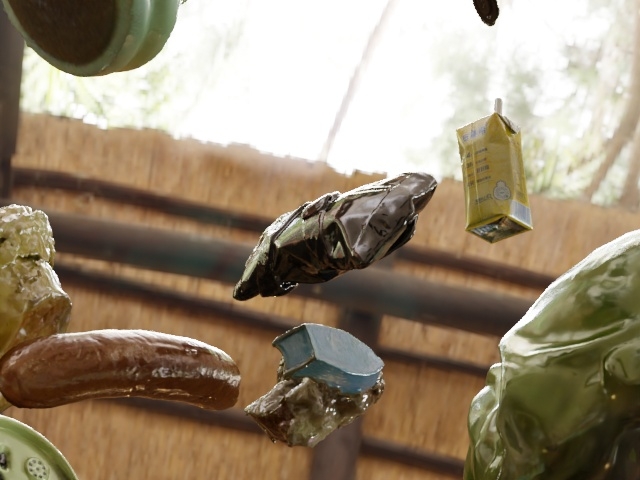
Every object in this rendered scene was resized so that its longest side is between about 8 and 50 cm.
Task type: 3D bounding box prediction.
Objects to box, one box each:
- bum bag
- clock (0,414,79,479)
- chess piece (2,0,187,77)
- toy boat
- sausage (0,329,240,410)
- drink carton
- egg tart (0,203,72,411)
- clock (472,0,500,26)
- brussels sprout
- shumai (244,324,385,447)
[{"bbox_3d":[0.000,0.000,1.408,0.340,0.095,0.144,-16,-152,52],"label":"bum bag"},{"bbox_3d":[-0.425,0.344,1.504,0.348,0.117,0.286,27,-149,-40],"label":"clock"},{"bbox_3d":[-0.095,-0.244,0.926,0.175,0.176,0.298,26,-142,31],"label":"chess piece"},{"bbox_3d":[0.012,0.163,1.508,0.185,0.077,0.075,20,-141,-48],"label":"toy boat"},{"bbox_3d":[-0.208,0.144,1.300,0.302,0.103,0.076,10,-136,-44],"label":"sausage"},{"bbox_3d":[0.216,-0.103,1.485,0.074,0.084,0.200,20,-123,-42],"label":"drink carton"},{"bbox_3d":[-0.377,0.101,1.354,0.123,0.294,0.294,26,-154,10],"label":"egg tart"},{"bbox_3d":[0.272,-0.397,1.967,0.010,0.074,0.083,-22,-108,-19],"label":"clock"},{"bbox_3d":[0.347,0.167,0.970,0.425,0.361,0.342,20,163,26],"label":"brussels sprout"},{"bbox_3d":[-0.013,0.232,1.725,0.166,0.206,0.176,36,-117,-1],"label":"shumai"}]
